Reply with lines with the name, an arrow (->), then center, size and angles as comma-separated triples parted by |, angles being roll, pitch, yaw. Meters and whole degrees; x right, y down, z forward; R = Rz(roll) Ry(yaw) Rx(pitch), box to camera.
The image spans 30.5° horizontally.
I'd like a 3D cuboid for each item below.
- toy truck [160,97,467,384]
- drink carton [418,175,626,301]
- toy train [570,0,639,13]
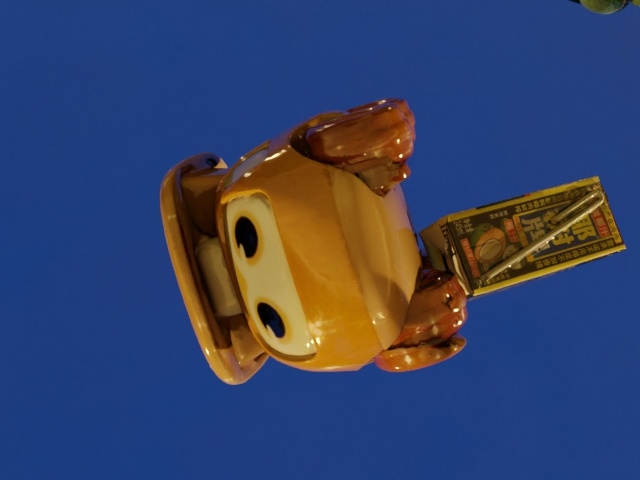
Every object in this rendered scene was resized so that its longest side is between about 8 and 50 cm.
toy truck -> 0.000, 0.000, 0.973 | 0.212, 0.288, 0.204 | -16, -80, 9
drink carton -> 0.173, -0.001, 0.989 | 0.166, 0.056, 0.071 | -16, -97, -26
toy train -> 0.262, -0.277, 0.919 | 0.157, 0.105, 0.253 | 8, -119, 2
